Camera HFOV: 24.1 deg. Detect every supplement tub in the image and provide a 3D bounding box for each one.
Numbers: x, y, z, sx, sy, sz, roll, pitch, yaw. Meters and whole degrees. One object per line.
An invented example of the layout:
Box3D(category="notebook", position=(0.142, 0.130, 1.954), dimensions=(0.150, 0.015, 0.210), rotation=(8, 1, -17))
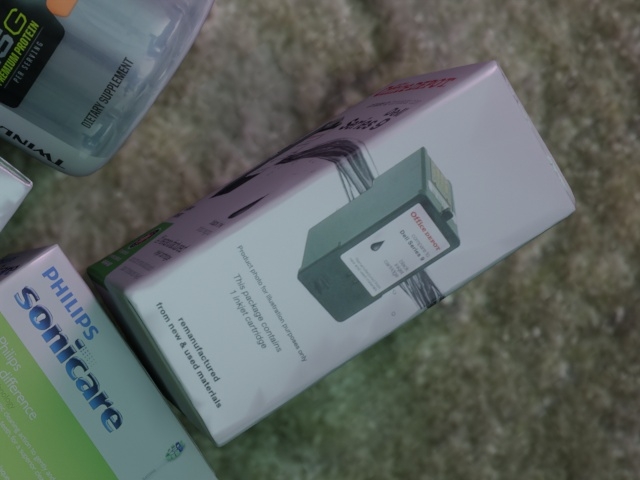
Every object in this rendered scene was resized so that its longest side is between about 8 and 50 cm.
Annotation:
Box3D(category="supplement tub", position=(-0.242, -0.206, 0.956), dimensions=(0.338, 0.207, 0.207), rotation=(30, 86, -16))

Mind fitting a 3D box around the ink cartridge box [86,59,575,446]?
Box3D(category="ink cartridge box", position=(0.000, 0.000, 1.041), dimensions=(0.289, 0.211, 0.122), rotation=(-32, 101, -12))

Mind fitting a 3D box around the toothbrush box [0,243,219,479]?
Box3D(category="toothbrush box", position=(-0.245, 0.166, 1.000), dimensions=(0.283, 0.122, 0.206), rotation=(-39, 104, -23))

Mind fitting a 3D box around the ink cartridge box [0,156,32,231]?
Box3D(category="ink cartridge box", position=(-0.280, -0.026, 0.975), dimensions=(0.127, 0.176, 0.128), rotation=(36, 85, -15))
